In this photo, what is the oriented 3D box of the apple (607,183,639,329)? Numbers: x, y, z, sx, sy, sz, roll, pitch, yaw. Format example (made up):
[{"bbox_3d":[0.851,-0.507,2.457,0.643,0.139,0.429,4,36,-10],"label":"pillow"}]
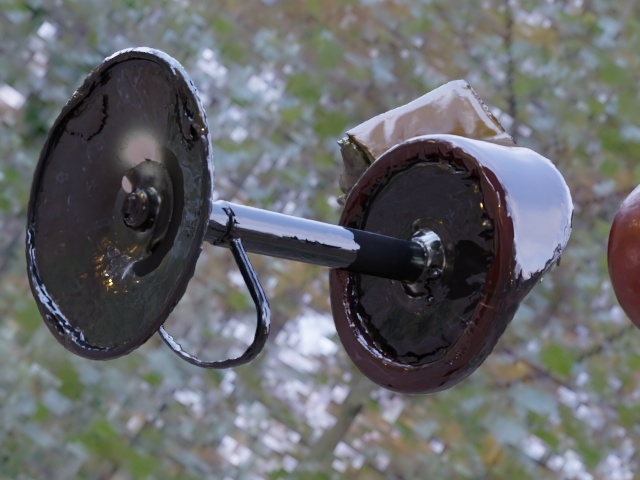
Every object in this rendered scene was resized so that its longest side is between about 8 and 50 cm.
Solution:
[{"bbox_3d":[0.362,0.015,1.703,0.168,0.181,0.181,2,-32,33],"label":"apple"}]

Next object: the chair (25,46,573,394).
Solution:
[{"bbox_3d":[0.000,0.000,1.404,0.401,0.227,0.226,9,2,-40],"label":"chair"}]

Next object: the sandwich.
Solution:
[{"bbox_3d":[0.139,-0.035,2.128,0.227,0.198,0.155,55,-17,31],"label":"sandwich"}]
